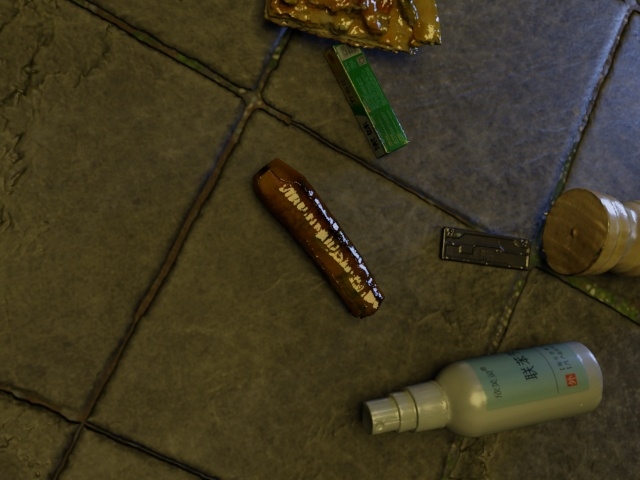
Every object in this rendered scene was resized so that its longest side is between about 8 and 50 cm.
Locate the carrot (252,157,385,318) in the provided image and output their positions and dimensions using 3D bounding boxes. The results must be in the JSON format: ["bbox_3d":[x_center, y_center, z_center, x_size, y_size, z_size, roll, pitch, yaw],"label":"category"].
[{"bbox_3d":[0.000,0.000,1.067,0.070,0.070,0.260,-38,98,-18],"label":"carrot"}]

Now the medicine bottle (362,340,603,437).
[{"bbox_3d":[0.228,0.222,1.088,0.352,0.110,0.110,-6,86,-18],"label":"medicine bottle"}]

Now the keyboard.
[{"bbox_3d":[0.256,0.014,1.173,0.155,0.010,0.053,9,82,-16],"label":"keyboard"}]

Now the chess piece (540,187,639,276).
[{"bbox_3d":[0.502,0.001,1.207,0.301,0.137,0.137,7,82,-29],"label":"chess piece"}]

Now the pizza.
[{"bbox_3d":[0.054,-0.417,1.111,0.258,0.087,0.268,7,70,-19],"label":"pizza"}]

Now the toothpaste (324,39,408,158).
[{"bbox_3d":[0.067,-0.211,1.127,0.043,0.037,0.178,-28,93,-23],"label":"toothpaste"}]
